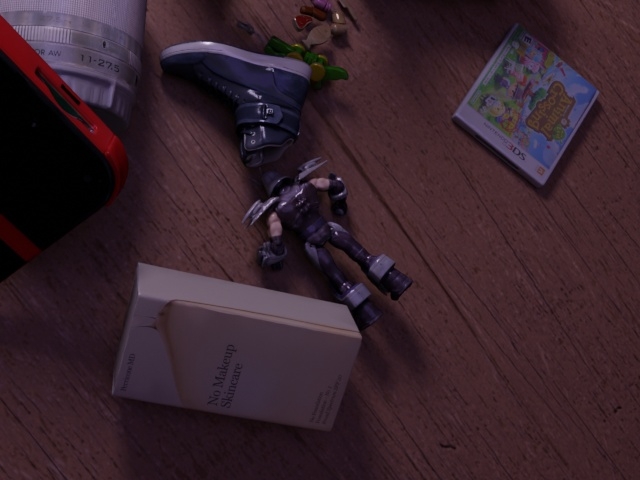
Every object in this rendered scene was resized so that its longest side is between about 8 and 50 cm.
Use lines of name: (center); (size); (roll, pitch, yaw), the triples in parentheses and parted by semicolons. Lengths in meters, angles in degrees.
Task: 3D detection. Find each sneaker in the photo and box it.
sneaker: (-0.134, -0.197, 1.357); (0.226, 0.086, 0.163); (9, 76, -2)

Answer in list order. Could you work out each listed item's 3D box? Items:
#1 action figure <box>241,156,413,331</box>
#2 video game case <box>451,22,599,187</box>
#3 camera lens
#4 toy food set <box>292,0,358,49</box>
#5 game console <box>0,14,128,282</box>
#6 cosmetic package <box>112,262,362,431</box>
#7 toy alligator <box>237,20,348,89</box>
action figure: (0.000, 0.000, 1.382); (0.185, 0.099, 0.285); (-42, 91, -12)
video game case: (0.348, -0.228, 1.561); (0.193, 0.023, 0.212); (37, 73, -9)
camera lens: (-0.347, -0.295, 1.248); (0.219, 0.219, 0.274); (5, 80, -17)
toy food set: (-0.001, -0.347, 1.462); (0.122, 0.019, 0.078); (-32, 87, -34)
game console: (-0.467, -0.120, 1.128); (0.342, 0.060, 0.386); (-32, 118, 18)
cosmetic package: (-0.117, 0.149, 1.279); (0.309, 0.113, 0.160); (11, 108, -16)
toy alligator: (-0.050, -0.276, 1.432); (0.189, 0.056, 0.051); (24, 118, -7)
